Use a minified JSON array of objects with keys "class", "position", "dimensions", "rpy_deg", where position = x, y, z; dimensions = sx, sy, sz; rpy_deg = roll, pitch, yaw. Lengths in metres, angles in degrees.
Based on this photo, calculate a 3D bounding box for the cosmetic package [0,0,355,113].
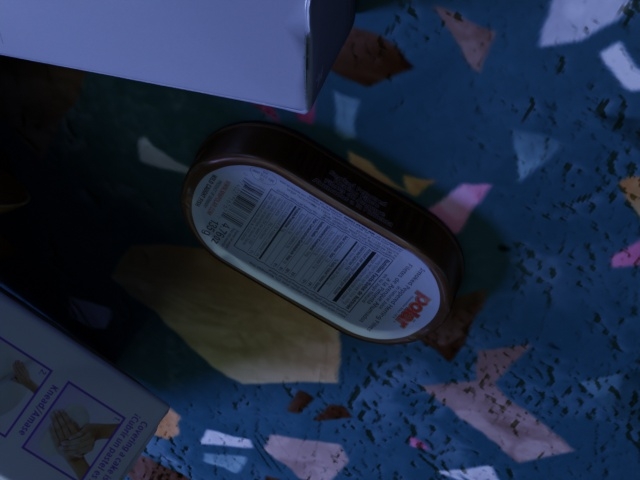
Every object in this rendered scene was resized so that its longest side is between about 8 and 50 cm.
[{"class":"cosmetic package","position":[-0.102,-0.157,0.559],"dimensions":[0.238,0.107,0.127],"rpy_deg":[11,135,8]}]

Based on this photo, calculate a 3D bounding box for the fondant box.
[{"class":"fondant box","position":[-0.275,0.041,0.723],"dimensions":[0.330,0.096,0.238],"rpy_deg":[35,169,-15]}]

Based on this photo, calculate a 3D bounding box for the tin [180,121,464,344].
[{"class":"tin","position":[0.000,0.000,0.707],"dimensions":[0.190,0.040,0.106],"rpy_deg":[30,139,-7]}]

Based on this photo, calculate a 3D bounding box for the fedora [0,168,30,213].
[{"class":"fedora","position":[-0.250,-0.087,0.666],"dimensions":[0.194,0.194,0.079],"rpy_deg":[27,100,-4]}]
